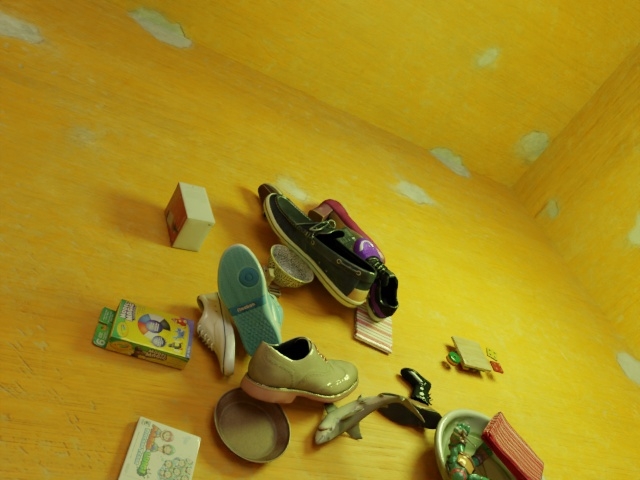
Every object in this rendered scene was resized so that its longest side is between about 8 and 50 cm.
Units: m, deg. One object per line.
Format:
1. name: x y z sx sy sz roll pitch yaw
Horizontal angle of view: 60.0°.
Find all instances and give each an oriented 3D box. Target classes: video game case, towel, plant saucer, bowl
1. video game case: -0.331 0.456 1.149 0.143 0.019 0.157 26 31 -16
2. towel: 0.178 0.290 1.883 0.144 0.029 0.197 27 34 -13
3. towel: 0.543 0.585 1.543 0.199 0.031 0.275 50 16 19
4. plant saucer: 0.464 0.670 1.550 0.401 0.100 0.400 25 31 -16
5. bowl: -0.113 0.100 1.798 0.170 0.080 0.170 34 21 -15
6. plant saucer: -0.166 0.442 1.316 0.199 0.036 0.198 25 31 -16

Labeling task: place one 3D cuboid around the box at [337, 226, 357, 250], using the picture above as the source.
1. box: 0.084 0.075 1.994 0.183 0.059 0.232 -25 61 -29

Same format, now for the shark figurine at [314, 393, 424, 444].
1. shark figurine: 0.117 0.472 1.464 0.166 0.278 0.116 -134 -155 -80

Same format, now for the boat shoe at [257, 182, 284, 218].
1. boat shoe: -0.173 -0.116 2.046 0.095 0.095 0.257 -9 52 -43

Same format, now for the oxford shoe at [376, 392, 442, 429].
1. oxford shoe: 0.251 0.497 1.637 0.212 0.076 0.076 25 2 -13

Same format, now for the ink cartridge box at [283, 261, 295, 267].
1. ink cartridge box: -0.105 0.071 1.909 0.048 0.028 0.083 29 31 -10

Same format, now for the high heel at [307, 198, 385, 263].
1. high heel: 0.139 -0.043 2.202 0.377 0.127 0.181 41 41 17

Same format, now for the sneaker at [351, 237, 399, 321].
1. sneaker: 0.200 0.116 1.868 0.102 0.146 0.293 -11 76 -26

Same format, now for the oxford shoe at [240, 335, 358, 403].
1. oxford shoe: -0.021 0.332 1.453 0.141 0.146 0.397 23 8 40

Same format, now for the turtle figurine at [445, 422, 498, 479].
1. turtle figurine: 0.373 0.558 1.408 0.175 0.118 0.234 59 18 8

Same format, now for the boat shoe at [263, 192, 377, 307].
1. boat shoe: 0.000 0.000 1.862 0.500 0.156 0.187 47 24 21

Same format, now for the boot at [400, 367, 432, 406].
1. boot: 0.298 0.464 1.738 0.121 0.045 0.099 34 33 -3

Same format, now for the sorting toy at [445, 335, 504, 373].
1. sorting toy: 0.550 0.426 2.033 0.275 0.046 0.132 18 34 -26

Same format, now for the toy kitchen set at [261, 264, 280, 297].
1. toy kitchen set: -0.150 0.122 1.736 0.075 0.083 0.068 17 35 -28

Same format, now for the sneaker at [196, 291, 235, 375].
1. sneaker: -0.277 0.245 1.454 0.091 0.094 0.258 -5 43 -15

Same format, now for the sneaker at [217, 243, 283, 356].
1. sneaker: -0.189 0.148 1.516 0.127 0.318 0.208 -13 12 2

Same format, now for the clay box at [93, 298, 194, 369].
1. clay box: -0.425 0.224 1.351 0.222 0.053 0.127 22 32 -22

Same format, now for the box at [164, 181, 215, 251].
1. box: -0.407 -0.074 1.714 0.091 0.130 0.170 12 36 -35
